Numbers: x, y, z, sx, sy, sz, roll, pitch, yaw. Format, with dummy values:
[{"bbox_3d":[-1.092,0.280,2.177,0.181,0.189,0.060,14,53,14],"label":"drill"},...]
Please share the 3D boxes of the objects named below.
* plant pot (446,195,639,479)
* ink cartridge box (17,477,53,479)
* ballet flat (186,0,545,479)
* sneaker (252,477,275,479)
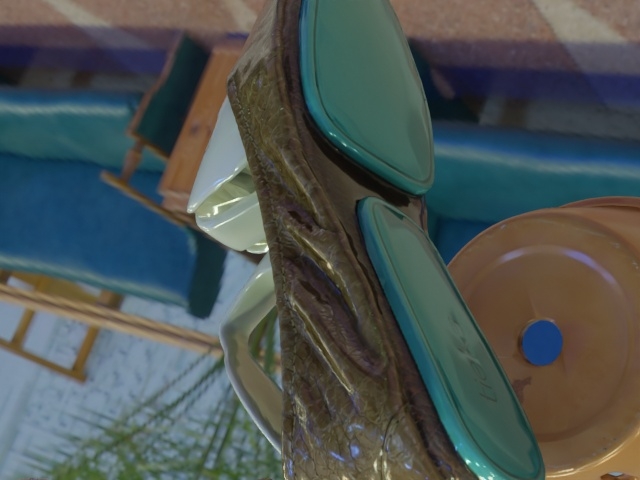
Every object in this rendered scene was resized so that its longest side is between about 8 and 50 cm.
[{"bbox_3d":[0.216,0.092,0.934,0.290,0.291,0.203,12,176,34],"label":"plant pot"},{"bbox_3d":[-0.374,0.453,1.478,0.066,0.189,0.232,2,-148,-16],"label":"ink cartridge box"},{"bbox_3d":[0.000,0.000,0.540,0.124,0.342,0.116,-34,138,25],"label":"ballet flat"},{"bbox_3d":[0.059,0.257,0.559,0.330,0.129,0.147,35,143,33],"label":"sneaker"}]
